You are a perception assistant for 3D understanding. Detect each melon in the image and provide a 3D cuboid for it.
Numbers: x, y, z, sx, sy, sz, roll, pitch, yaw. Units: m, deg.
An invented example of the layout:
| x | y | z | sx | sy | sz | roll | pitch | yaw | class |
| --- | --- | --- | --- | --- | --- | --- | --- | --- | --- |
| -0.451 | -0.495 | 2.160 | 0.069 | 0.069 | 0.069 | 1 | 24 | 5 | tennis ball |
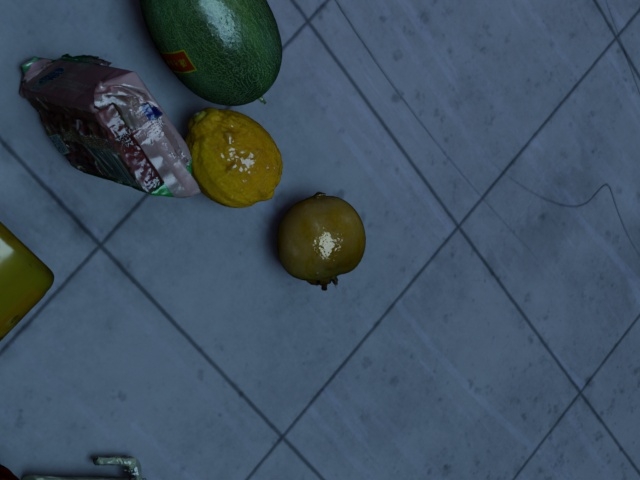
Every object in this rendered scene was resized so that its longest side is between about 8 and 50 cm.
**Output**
| x | y | z | sx | sy | sz | roll | pitch | yaw | class |
| --- | --- | --- | --- | --- | --- | --- | --- | --- | --- |
| -0.157 | -0.313 | 2.007 | 0.182 | 0.182 | 0.288 | -42 | 117 | -19 | melon |

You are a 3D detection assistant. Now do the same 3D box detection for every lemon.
| x | y | z | sx | sy | sz | roll | pitch | yaw | class |
| --- | --- | --- | --- | --- | --- | --- | --- | --- | --- |
| -0.139 | -0.128 | 2.086 | 0.142 | 0.142 | 0.187 | -48 | 120 | -16 | lemon |

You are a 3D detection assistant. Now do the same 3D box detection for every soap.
| x | y | z | sx | sy | sz | roll | pitch | yaw | class |
| --- | --- | --- | --- | --- | --- | --- | --- | --- | --- |
| -0.300 | -0.159 | 1.888 | 0.098 | 0.273 | 0.218 | -39 | 119 | -20 | soap |

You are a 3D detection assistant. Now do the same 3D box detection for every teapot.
| x | y | z | sx | sy | sz | roll | pitch | yaw | class |
| --- | --- | --- | --- | --- | --- | --- | --- | --- | --- |
| -0.360 | 0.386 | 2.096 | 0.200 | 0.077 | 0.107 | 9 | 76 | -35 | teapot |

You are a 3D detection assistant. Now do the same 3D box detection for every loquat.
| x | y | z | sx | sy | sz | roll | pitch | yaw | class |
| --- | --- | --- | --- | --- | --- | --- | --- | --- | --- |
| 0.000 | 0.000 | 2.211 | 0.163 | 0.137 | 0.163 | 0 | 91 | -48 | loquat |

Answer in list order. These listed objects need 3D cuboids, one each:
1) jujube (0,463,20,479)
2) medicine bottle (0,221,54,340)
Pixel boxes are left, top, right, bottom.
| x | y | z | sx | sy | sz | roll | pitch | yaw | class |
| --- | --- | --- | --- | --- | --- | --- | --- | --- | --- |
| -0.515 | 0.395 | 1.873 | 0.223 | 0.223 | 0.318 | -47 | 152 | -16 | jujube |
| -0.560 | 0.114 | 1.800 | 0.384 | 0.224 | 0.224 | -48 | 122 | -8 | medicine bottle |
